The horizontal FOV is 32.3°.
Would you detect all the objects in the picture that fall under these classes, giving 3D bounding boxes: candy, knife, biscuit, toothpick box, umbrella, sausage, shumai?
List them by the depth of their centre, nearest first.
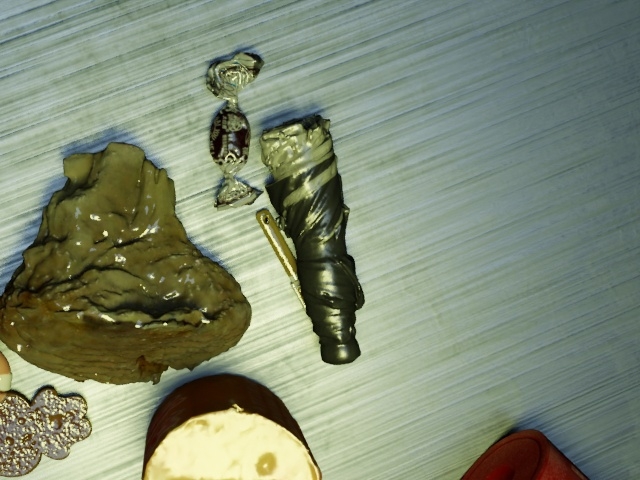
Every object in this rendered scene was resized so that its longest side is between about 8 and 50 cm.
[{"bbox_3d":[-0.127,0.311,1.481,0.233,0.287,0.233,0,92,-6],"label":"sausage"},{"bbox_3d":[-0.279,0.037,1.524,0.346,0.217,0.283,-5,63,-20],"label":"shumai"},{"bbox_3d":[-0.412,0.268,1.557,0.175,0.026,0.124,-11,97,-9],"label":"biscuit"},{"bbox_3d":[-0.120,-0.154,1.569,0.094,0.051,0.226,3,93,-13],"label":"candy"},{"bbox_3d":[-0.006,0.001,1.575,0.113,0.106,0.358,-12,95,-2],"label":"umbrella"},{"bbox_3d":[-0.019,0.064,1.617,0.046,0.022,0.256,-31,99,-13],"label":"knife"},{"bbox_3d":[0.369,0.461,1.625,0.333,0.204,0.204,45,86,-10],"label":"toothpick box"}]

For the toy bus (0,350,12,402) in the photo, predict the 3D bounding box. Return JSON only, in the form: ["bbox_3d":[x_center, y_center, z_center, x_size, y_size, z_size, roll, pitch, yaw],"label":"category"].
[{"bbox_3d":[-0.521,0.157,1.416,0.232,0.287,0.194,9,88,-27],"label":"toy bus"}]
